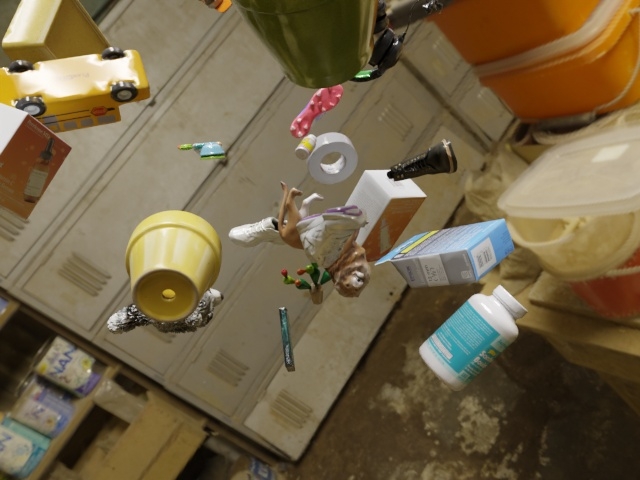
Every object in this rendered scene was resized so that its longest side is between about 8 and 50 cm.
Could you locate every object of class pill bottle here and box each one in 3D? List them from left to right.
[{"bbox_3d":[-0.039,-0.270,1.601,0.043,0.043,0.083,-28,24,41],"label":"pill bottle"},{"bbox_3d":[0.382,0.234,1.377,0.264,0.146,0.146,-47,23,11],"label":"pill bottle"}]

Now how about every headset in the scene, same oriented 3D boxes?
[{"bbox_3d":[0.186,-0.660,1.749,0.394,0.243,0.185,-14,36,37],"label":"headset"}]

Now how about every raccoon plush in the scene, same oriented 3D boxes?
[{"bbox_3d":[-0.551,0.268,1.951,0.446,0.216,0.299,-30,0,-4],"label":"raccoon plush"}]

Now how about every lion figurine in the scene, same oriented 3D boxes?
[{"bbox_3d":[0.000,0.000,1.743,0.240,0.392,0.142,-61,-3,14],"label":"lion figurine"}]

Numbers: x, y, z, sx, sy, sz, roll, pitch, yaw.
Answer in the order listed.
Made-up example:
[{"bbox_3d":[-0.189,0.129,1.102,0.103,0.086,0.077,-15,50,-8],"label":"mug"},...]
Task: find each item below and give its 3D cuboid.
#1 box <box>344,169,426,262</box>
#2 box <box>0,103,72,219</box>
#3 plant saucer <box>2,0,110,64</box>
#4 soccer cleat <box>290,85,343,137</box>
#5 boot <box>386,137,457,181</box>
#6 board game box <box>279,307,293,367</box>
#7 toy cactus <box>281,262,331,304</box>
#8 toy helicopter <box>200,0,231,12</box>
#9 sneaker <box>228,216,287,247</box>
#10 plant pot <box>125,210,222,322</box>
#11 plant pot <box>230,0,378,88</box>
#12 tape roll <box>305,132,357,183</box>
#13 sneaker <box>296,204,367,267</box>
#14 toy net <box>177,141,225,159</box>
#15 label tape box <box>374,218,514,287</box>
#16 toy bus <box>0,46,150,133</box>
[{"bbox_3d":[0.214,-0.090,2.172,0.168,0.215,0.345,52,130,29],"label":"box"},{"bbox_3d":[-0.586,-0.149,1.057,0.091,0.130,0.170,21,76,22],"label":"box"},{"bbox_3d":[-0.748,-0.576,1.654,0.081,0.333,0.333,-2,63,14],"label":"plant saucer"},{"bbox_3d":[-0.017,-0.470,2.014,0.248,0.083,0.095,-46,10,12],"label":"soccer cleat"},{"bbox_3d":[0.227,-0.169,1.265,0.137,0.077,0.198,-15,-5,1],"label":"boot"},{"bbox_3d":[-0.107,0.321,1.788,0.126,0.026,0.186,86,176,-70],"label":"board game box"},{"bbox_3d":[-0.027,0.129,1.867,0.219,0.181,0.112,-22,31,-29],"label":"toy cactus"},{"bbox_3d":[-0.349,-0.792,1.661,0.140,0.235,0.355,-32,23,21],"label":"toy helicopter"},{"bbox_3d":[-0.206,-0.041,1.961,0.115,0.232,0.090,108,152,-56],"label":"sneaker"},{"bbox_3d":[-0.388,0.083,1.455,0.254,0.254,0.239,-43,25,15],"label":"plant pot"},{"bbox_3d":[-0.024,-0.532,1.203,0.366,0.353,0.367,-5,63,10],"label":"plant pot"},{"bbox_3d":[0.046,-0.349,2.381,0.219,0.219,0.072,-41,41,20],"label":"tape roll"},{"bbox_3d":[0.041,-0.009,1.490,0.305,0.114,0.152,-17,83,63],"label":"sneaker"},{"bbox_3d":[-0.333,-0.250,1.556,0.122,0.045,0.232,-8,12,-11],"label":"toy net"},{"bbox_3d":[0.380,0.048,1.727,0.347,0.115,0.249,-14,11,47],"label":"label tape box"},{"bbox_3d":[-0.530,-0.300,1.156,0.332,0.108,0.130,-15,-19,-18],"label":"toy bus"}]
